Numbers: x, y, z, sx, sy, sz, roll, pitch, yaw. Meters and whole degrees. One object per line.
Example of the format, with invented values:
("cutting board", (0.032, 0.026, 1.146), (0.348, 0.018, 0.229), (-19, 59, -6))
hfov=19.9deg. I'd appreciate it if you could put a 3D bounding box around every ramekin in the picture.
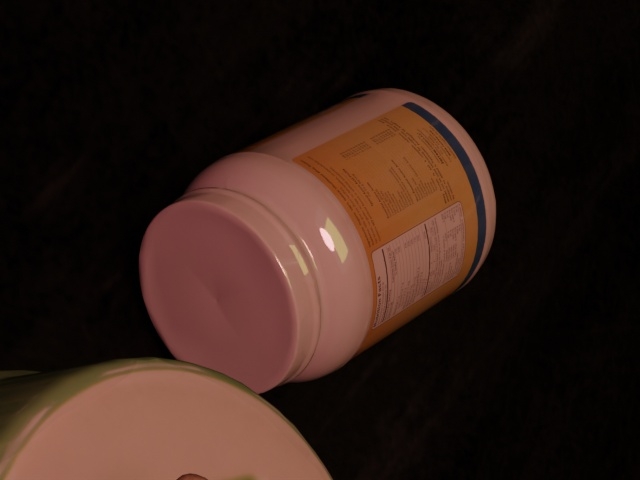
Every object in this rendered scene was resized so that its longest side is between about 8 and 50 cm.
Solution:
("ramekin", (-0.112, 0.204, 0.936), (0.303, 0.148, 0.303), (17, 65, -40))

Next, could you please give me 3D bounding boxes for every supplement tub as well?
("supplement tub", (0.000, 0.000, 1.119), (0.199, 0.144, 0.144), (-29, 97, -45))

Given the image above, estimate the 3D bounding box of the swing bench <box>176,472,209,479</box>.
("swing bench", (-0.127, 0.226, 0.668), (0.165, 0.253, 0.255), (2, 91, -1))
